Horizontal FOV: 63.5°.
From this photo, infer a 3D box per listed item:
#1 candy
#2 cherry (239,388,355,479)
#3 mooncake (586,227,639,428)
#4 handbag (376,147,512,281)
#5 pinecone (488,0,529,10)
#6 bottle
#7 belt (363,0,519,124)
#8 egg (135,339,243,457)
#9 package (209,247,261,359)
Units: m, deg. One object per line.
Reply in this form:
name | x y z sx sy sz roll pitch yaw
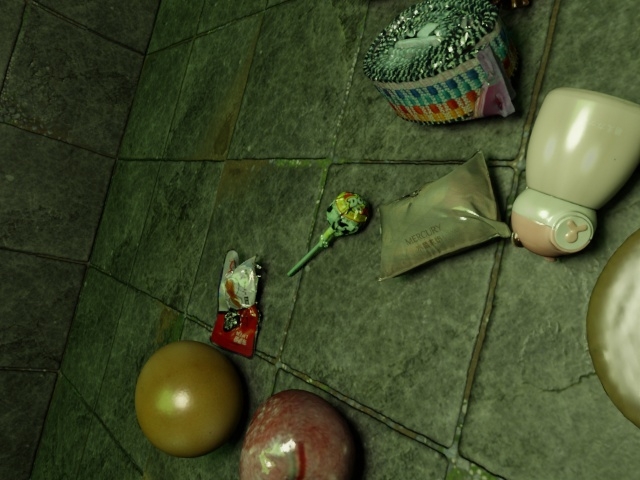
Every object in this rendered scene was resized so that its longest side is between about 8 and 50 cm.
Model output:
candy | 0.000 0.000 1.162 0.305 0.091 0.083 -45 50 39
cherry | -0.045 0.411 0.969 0.236 0.213 0.285 -40 21 -1
mooncake | 0.453 0.101 0.553 0.284 0.155 0.285 -17 67 46
handbag | 0.201 -0.042 0.921 0.270 0.117 0.183 -27 50 41
pinecone | 0.308 -0.493 0.893 0.207 0.207 0.208 -19 64 44
bottle | 0.356 -0.084 0.741 0.147 0.147 0.237 33 110 48
belt | 0.230 -0.323 0.949 0.295 0.160 0.207 11 69 48
egg | -0.320 0.374 1.259 0.250 0.250 0.322 -65 30 9
package | -0.217 0.161 1.361 0.194 0.071 0.270 10 98 52
